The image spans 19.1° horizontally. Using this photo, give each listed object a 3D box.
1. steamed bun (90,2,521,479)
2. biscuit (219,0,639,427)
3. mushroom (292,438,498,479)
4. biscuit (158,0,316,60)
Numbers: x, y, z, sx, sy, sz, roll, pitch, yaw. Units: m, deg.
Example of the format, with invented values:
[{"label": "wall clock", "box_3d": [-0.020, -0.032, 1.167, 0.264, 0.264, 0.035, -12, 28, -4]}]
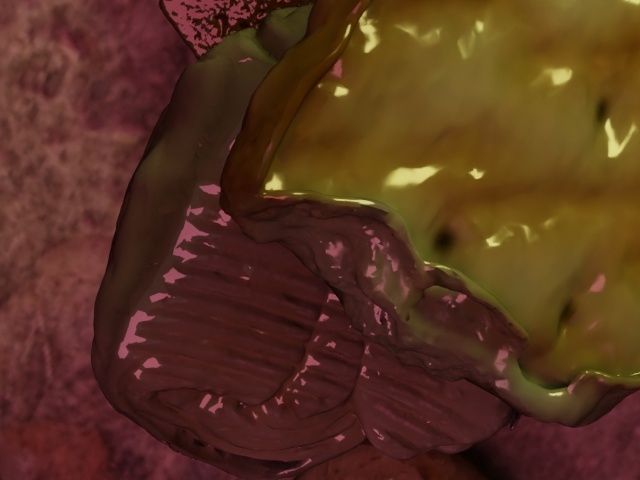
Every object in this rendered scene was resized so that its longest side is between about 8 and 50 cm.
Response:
[{"label": "steamed bun", "box_3d": [0.002, 0.001, 0.878, 0.211, 0.144, 0.218, 19, 93, -22]}, {"label": "biscuit", "box_3d": [0.131, -0.018, 0.808, 0.329, 0.078, 0.335, -34, 106, -20]}, {"label": "mushroom", "box_3d": [0.039, 0.161, 0.936, 0.148, 0.112, 0.148, 2, 100, 12]}, {"label": "biscuit", "box_3d": [-0.037, -0.137, 0.903, 0.119, 0.019, 0.130, 14, 109, 5]}]
